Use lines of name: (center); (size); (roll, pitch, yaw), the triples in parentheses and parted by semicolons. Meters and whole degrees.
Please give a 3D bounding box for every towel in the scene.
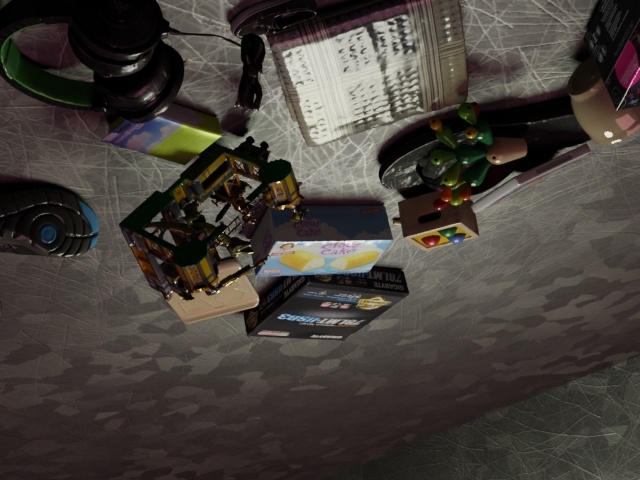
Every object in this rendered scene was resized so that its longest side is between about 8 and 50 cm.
towel: (0.086, -0.289, 1.775); (0.312, 0.056, 0.324); (-17, 151, 2)

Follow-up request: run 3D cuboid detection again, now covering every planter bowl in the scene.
planter bowl: (0.507, -0.265, 1.899); (0.109, 0.162, 0.162); (37, 131, -22)

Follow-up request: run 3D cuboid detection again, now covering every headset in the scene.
headset: (-0.275, -0.247, 1.531); (0.394, 0.185, 0.243); (-3, 155, 6)

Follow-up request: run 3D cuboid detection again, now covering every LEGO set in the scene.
LEGO set: (-0.175, -0.006, 1.880); (0.255, 0.331, 0.192); (15, 142, 31)

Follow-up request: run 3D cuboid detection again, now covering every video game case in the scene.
video game case: (0.418, -0.122, 2.146); (0.183, 0.023, 0.201); (-24, 175, -22)

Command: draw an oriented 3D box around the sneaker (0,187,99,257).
sneaker: (-0.567, -0.036, 1.938); (0.341, 0.125, 0.140); (7, 176, -39)

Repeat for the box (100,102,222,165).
box: (-0.270, -0.186, 1.812); (0.178, 0.042, 0.109); (14, 143, -43)

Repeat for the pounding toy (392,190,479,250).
pounding toy: (0.240, -0.023, 2.278); (0.181, 0.094, 0.206); (-15, 161, 22)

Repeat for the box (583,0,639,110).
box: (0.542, -0.350, 1.710); (0.142, 0.163, 0.247); (-11, 154, -11)

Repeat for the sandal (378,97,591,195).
sandal: (0.330, -0.164, 2.046); (0.446, 0.107, 0.167); (-15, 154, 5)

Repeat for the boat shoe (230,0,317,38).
boat shoe: (-0.070, -0.333, 1.612); (0.142, 0.040, 0.049); (-21, 153, 16)

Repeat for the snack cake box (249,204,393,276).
snack cake box: (0.000, 0.000, 2.249); (0.264, 0.089, 0.152); (-1, 152, -22)

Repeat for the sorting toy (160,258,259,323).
sorting toy: (-0.253, 0.111, 2.426); (0.193, 0.038, 0.208); (-14, 149, 4)

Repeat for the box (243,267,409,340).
box: (0.011, 0.151, 2.578); (0.296, 0.073, 0.293); (8, 146, -34)

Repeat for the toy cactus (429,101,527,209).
toy cactus: (0.279, -0.158, 1.937); (0.181, 0.112, 0.219); (-8, 119, -13)
